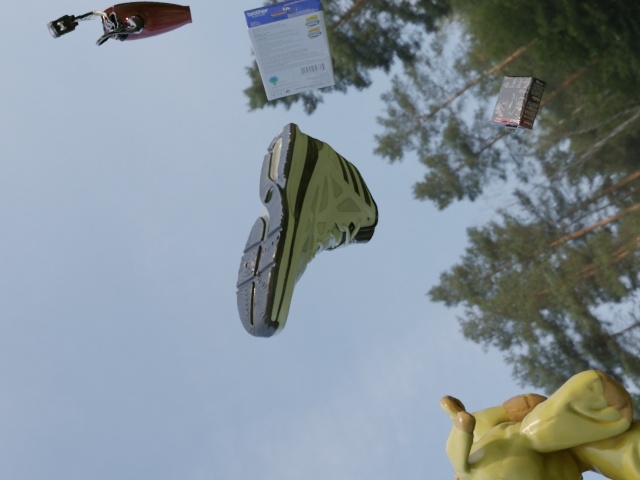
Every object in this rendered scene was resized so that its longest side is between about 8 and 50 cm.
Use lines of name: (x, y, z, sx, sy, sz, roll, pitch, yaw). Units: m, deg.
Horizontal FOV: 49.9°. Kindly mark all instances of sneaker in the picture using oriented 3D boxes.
sneaker: (0.001, -0.001, 1.346, 0.258, 0.169, 0.447, 22, -119, -25)

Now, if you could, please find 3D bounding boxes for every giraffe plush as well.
giraffe plush: (0.191, 0.204, 0.635, 0.170, 0.211, 0.181, 29, -129, -88)

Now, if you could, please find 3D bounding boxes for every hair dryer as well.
hair dryer: (-0.382, -0.436, 1.416, 0.224, 0.080, 0.294, 21, -141, 31)

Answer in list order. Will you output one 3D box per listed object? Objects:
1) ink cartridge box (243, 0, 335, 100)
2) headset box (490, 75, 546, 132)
ink cartridge box: (-0.073, -0.485, 1.696, 0.311, 0.186, 0.065, 74, -177, -63)
headset box: (0.301, -0.207, 1.052, 0.032, 0.062, 0.083, 10, -83, -32)
